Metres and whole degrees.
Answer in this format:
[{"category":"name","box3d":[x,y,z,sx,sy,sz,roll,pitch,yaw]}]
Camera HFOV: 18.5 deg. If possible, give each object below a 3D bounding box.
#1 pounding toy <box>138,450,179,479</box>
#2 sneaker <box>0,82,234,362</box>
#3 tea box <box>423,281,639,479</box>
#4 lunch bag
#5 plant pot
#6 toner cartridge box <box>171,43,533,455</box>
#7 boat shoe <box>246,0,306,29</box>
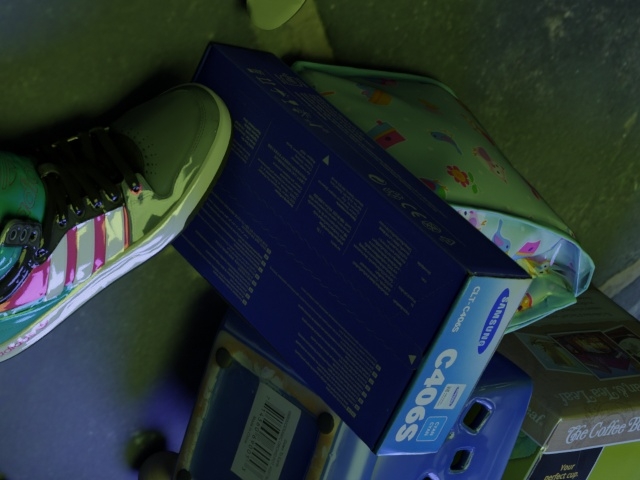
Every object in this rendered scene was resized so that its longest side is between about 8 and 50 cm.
[{"category":"pounding toy","box3d":[-0.162,0.329,1.865,0.237,0.110,0.183,-48,141,3]},{"category":"sneaker","box3d":[-0.212,-0.042,1.507,0.295,0.124,0.178,-43,150,-2]},{"category":"tea box","box3d":[0.188,0.230,1.976,0.329,0.220,0.323,0,124,-50]},{"category":"lunch bag","box3d":[0.093,-0.032,1.694,0.262,0.223,0.160,6,124,-46]},{"category":"plant pot","box3d":[0.013,0.178,1.767,0.212,0.236,0.236,-1,116,-47]},{"category":"toner cartridge box","box3d":[0.000,0.000,1.541,0.075,0.348,0.165,4,121,-44]},{"category":"boat shoe","box3d":[-0.017,-0.232,1.569,0.137,0.049,0.043,-65,176,21]}]
